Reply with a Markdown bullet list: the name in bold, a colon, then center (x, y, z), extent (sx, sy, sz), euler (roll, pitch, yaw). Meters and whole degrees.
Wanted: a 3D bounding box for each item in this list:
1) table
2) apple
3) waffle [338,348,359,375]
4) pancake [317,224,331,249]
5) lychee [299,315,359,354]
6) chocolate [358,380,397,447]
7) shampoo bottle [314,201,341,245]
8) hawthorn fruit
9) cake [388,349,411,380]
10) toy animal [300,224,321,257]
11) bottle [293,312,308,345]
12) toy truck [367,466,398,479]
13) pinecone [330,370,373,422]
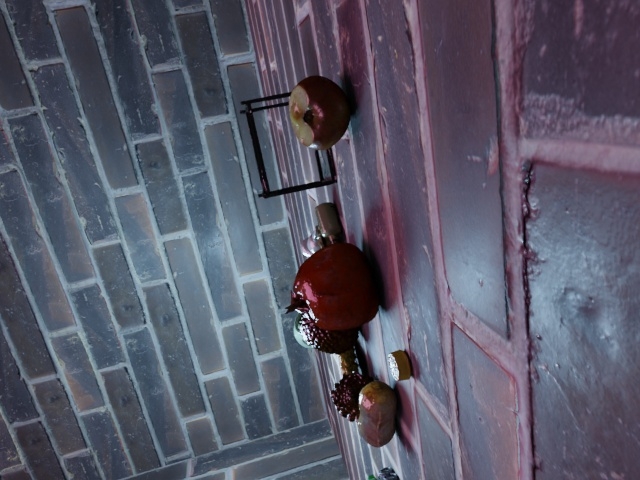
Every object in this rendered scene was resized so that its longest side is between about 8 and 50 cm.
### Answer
- **table**: center (-0.122, -0.343, 1.642), extent (0.222, 0.272, 0.335), euler (-148, 46, -77)
- **apple**: center (0.001, -0.345, 1.228), extent (0.173, 0.160, 0.195), euler (-123, 20, -76)
- **waffle**: center (0.122, 0.515, 1.893), extent (0.253, 0.056, 0.249), euler (-88, -16, -50)
- **pancake**: center (0.039, 0.050, 1.793), extent (0.244, 0.057, 0.266), euler (-2, -103, -86)
- **lychee**: center (0.035, 0.334, 1.808), extent (0.271, 0.235, 0.236), euler (39, 147, 39)
- **chocolate**: center (0.190, 0.583, 1.508), extent (0.134, 0.134, 0.309), euler (-113, 15, -47)
- **shampoo bottle**: center (0.034, -0.058, 1.704), extent (0.079, 0.079, 0.162), euler (102, 153, -70)
- **hawthorn fruit**: center (0.025, 0.153, 1.388), extent (0.276, 0.307, 0.276), euler (46, 144, 49)
- **cake**: center (0.218, 0.342, 1.245), extent (0.084, 0.044, 0.084), euler (167, 90, -80)
- **toy animal**: center (0.001, 0.000, 1.955), extent (0.131, 0.103, 0.221), euler (47, 151, 5)
- **bottle**: center (-0.025, 0.447, 2.387), extent (0.352, 0.229, 0.229), euler (122, 135, -70)
- **toy truck**: center (0.234, 0.978, 1.666), extent (0.363, 0.177, 0.177), euler (131, 126, -76)
- **pinecone**: center (0.137, 0.586, 1.699), extent (0.195, 0.179, 0.150), euler (57, 180, -23)
